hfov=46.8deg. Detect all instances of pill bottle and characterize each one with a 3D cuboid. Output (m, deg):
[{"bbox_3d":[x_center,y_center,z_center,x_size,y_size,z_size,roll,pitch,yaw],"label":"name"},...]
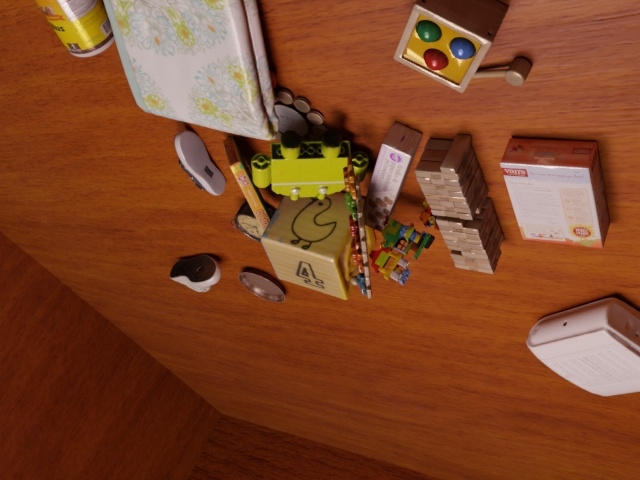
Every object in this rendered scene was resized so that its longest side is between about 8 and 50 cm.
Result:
[{"bbox_3d":[-0.504,-0.483,1.480,0.117,0.117,0.215,14,150,26],"label":"pill bottle"}]

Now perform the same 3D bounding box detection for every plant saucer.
[{"bbox_3d":[-0.185,0.143,2.389,0.168,0.029,0.168,23,153,12],"label":"plant saucer"}]

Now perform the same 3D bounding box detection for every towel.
[{"bbox_3d":[-0.254,-0.369,1.421,0.320,0.090,0.374,19,144,23],"label":"towel"}]

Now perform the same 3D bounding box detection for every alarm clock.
[{"bbox_3d":[-0.178,-0.050,2.000,0.192,0.064,0.129,-4,139,42],"label":"alarm clock"}]

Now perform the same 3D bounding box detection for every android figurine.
[{"bbox_3d":[-0.024,-0.153,1.588,0.248,0.056,0.273,-2,159,-5],"label":"android figurine"}]

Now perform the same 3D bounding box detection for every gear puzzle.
[{"bbox_3d":[0.071,-0.031,1.559,0.044,0.175,0.339,-6,138,3],"label":"gear puzzle"}]

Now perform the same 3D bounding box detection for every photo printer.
[{"bbox_3d":[0.651,0.257,1.713,0.256,0.107,0.307,33,154,-9],"label":"photo printer"}]

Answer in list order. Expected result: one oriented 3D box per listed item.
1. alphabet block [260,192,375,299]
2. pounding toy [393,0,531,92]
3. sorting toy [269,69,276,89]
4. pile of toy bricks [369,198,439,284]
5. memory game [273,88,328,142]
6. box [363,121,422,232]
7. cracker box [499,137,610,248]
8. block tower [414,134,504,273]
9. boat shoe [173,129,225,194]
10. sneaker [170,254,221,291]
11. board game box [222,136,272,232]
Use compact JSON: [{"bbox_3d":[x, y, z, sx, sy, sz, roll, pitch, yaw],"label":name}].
[{"bbox_3d":[0.000,0.000,1.783,0.197,0.192,0.193,15,153,23],"label":"alphabet block"},{"bbox_3d":[0.227,-0.287,1.163,0.206,0.094,0.181,27,153,2],"label":"pounding toy"},{"bbox_3d":[-0.127,-0.337,1.480,0.102,0.042,0.061,41,138,1],"label":"sorting toy"},{"bbox_3d":[0.177,-0.010,1.597,0.105,0.212,0.118,30,170,19],"label":"pile of toy bricks"},{"bbox_3d":[-0.066,-0.259,1.583,0.186,0.012,0.186,21,153,12],"label":"memory game"},{"bbox_3d":[0.143,-0.124,1.565,0.063,0.067,0.324,25,154,7],"label":"box"},{"bbox_3d":[0.435,-0.085,1.356,0.155,0.067,0.232,9,149,32],"label":"cracker box"},{"bbox_3d":[0.286,-0.069,1.498,0.097,0.091,0.335,9,147,32],"label":"block tower"},{"bbox_3d":[-0.320,-0.196,1.871,0.076,0.080,0.228,10,156,29],"label":"boat shoe"},{"bbox_3d":[-0.386,0.117,2.472,0.123,0.106,0.290,33,162,-31],"label":"sneaker"},{"bbox_3d":[-0.164,-0.115,1.784,0.259,0.039,0.124,62,-177,-38],"label":"board game box"}]
